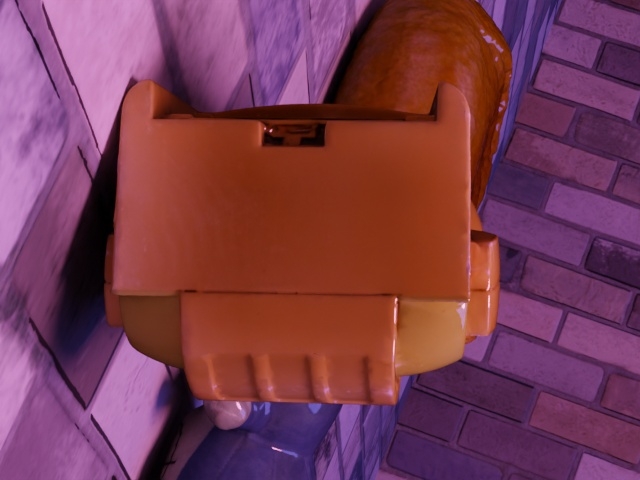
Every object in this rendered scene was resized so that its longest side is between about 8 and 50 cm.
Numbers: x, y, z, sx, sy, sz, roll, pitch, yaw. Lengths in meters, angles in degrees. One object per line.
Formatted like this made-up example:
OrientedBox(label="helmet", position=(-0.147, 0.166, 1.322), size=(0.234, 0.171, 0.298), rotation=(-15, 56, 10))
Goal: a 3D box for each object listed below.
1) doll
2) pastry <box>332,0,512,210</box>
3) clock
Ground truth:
OrientedBox(label="doll", position=(-0.065, 0.170, 1.355), size=(0.258, 0.154, 0.228), rotation=(-65, 175, 7))
OrientedBox(label="pastry", position=(0.096, -0.093, 1.633), size=(0.356, 0.163, 0.356), rotation=(21, 90, -78))
OrientedBox(label="clock", position=(0.000, 0.000, 1.067), size=(0.317, 0.244, 0.200), rotation=(-8, 102, -83))
